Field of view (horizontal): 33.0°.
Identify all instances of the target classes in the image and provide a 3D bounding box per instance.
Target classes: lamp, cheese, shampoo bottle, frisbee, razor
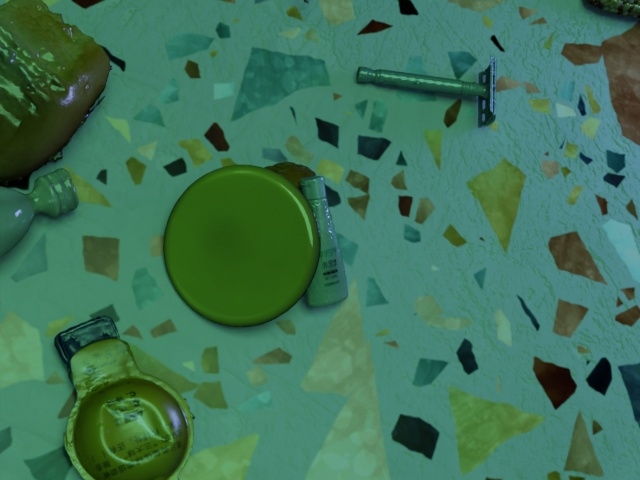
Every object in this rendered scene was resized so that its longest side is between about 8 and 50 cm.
[{"bbox_3d":[-0.432,-0.037,1.506,0.193,0.106,0.106,-25,81,-31],"label":"lamp"},{"bbox_3d":[-0.273,0.231,1.476,0.177,0.069,0.270,-22,77,-21],"label":"cheese"},{"bbox_3d":[0.000,0.000,1.596,0.069,0.041,0.191,-12,103,-24],"label":"shampoo bottle"},{"bbox_3d":[-0.116,0.007,1.557,0.235,0.017,0.236,0,90,10],"label":"frisbee"},{"bbox_3d":[0.174,-0.256,1.762,0.231,0.068,0.106,6,71,-8],"label":"razor"}]

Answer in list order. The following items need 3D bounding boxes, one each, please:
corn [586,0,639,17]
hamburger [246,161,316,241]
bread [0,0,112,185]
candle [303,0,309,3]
[{"bbox_3d":[0.608,-0.431,1.916,0.280,0.092,0.092,9,71,-11],"label":"corn"},{"bbox_3d":[-0.086,-0.059,1.609,0.102,0.087,0.176,35,70,-4],"label":"hamburger"},{"bbox_3d":[-0.425,-0.211,1.530,0.204,0.162,0.262,39,81,-13],"label":"bread"},{"bbox_3d":[0.043,-0.538,1.749,0.187,0.187,0.330,35,69,-2],"label":"candle"}]
